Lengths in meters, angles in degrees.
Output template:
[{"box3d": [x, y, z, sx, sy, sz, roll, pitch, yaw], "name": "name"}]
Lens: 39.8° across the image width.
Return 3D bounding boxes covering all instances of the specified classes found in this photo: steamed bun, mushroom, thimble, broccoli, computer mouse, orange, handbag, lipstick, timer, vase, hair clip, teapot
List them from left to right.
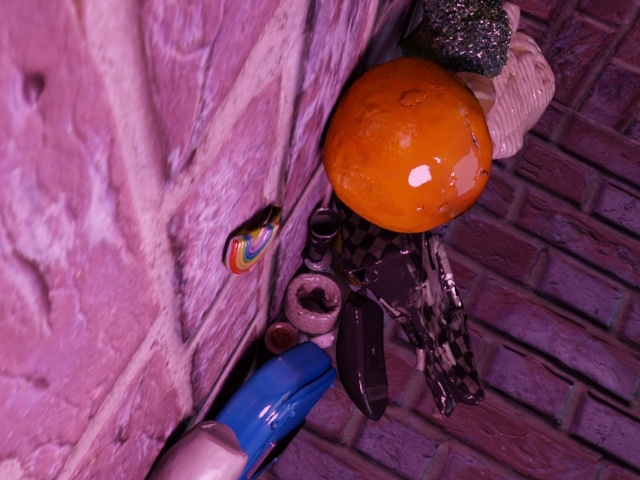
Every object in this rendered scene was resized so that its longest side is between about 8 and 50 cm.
[{"box3d": [-0.220, 0.415, 1.288, 0.329, 0.122, 0.159, -60, 165, -13], "name": "mushroom"}, {"box3d": [-0.076, -0.001, 1.078, 0.060, 0.033, 0.188, -64, 173, 22], "name": "hair clip"}, {"box3d": [-0.108, 0.339, 1.657, 0.309, 0.115, 0.340, -53, 168, 15], "name": "timer"}, {"box3d": [-0.091, 0.246, 1.859, 0.070, 0.070, 0.254, -60, 173, -25], "name": "lipstick"}, {"box3d": [-0.015, 0.126, 1.749, 0.102, 0.115, 0.090, -39, 164, -24], "name": "thimble"}, {"box3d": [0.000, 0.000, 1.602, 0.059, 0.059, 0.167, -60, 173, -22], "name": "vase"}, {"box3d": [0.017, 0.173, 1.913, 0.300, 0.165, 0.208, -97, 174, -85], "name": "teapot"}, {"box3d": [0.072, 0.217, 1.724, 0.147, 0.088, 0.264, 20, 69, -66], "name": "computer mouse"}, {"box3d": [0.127, -0.134, 1.252, 0.246, 0.246, 0.246, -61, 174, -11], "name": "orange"}, {"box3d": [0.181, 0.105, 1.683, 0.317, 0.180, 0.416, -95, 160, -56], "name": "handbag"}, {"box3d": [0.211, -0.344, 1.466, 0.194, 0.219, 0.194, -39, -158, 19], "name": "broccoli"}, {"box3d": [0.318, -0.348, 1.928, 0.394, 0.237, 0.347, -4, 97, -46], "name": "steamed bun"}]

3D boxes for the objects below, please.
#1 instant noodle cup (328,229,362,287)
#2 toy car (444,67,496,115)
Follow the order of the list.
[{"box3d": [0.114, 0.007, 1.995, 0.205, 0.205, 0.153, -58, 179, -37], "name": "instant noodle cup"}, {"box3d": [0.168, -0.175, 1.431, 0.256, 0.101, 0.124, -24, -113, 42], "name": "toy car"}]
